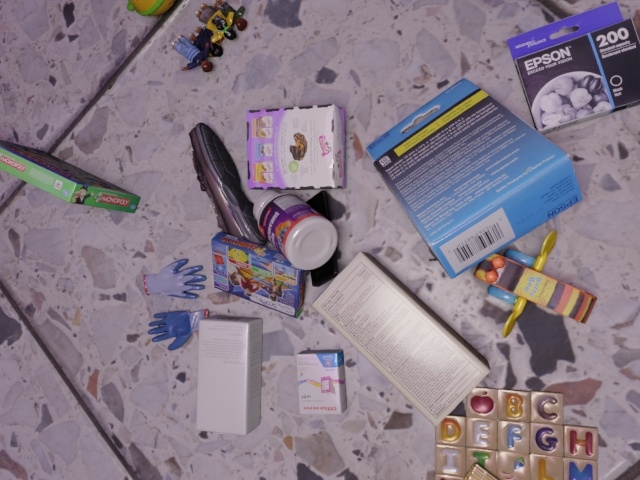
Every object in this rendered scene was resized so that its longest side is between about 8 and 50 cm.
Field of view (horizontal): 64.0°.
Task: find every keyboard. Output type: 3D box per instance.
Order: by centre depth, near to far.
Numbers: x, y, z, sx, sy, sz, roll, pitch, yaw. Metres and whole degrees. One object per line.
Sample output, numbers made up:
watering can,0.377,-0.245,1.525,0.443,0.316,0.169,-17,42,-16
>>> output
keyboard,0.000,0.000,1.050,0.100,0.038,0.191,-29,57,40

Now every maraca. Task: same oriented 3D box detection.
maraca,-0.397,-0.580,1.183,0.186,0.099,0.127,25,92,41

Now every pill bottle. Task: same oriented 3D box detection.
pill bottle,-0.059,-0.030,1.011,0.108,0.108,0.193,-57,40,6

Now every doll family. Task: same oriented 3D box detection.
doll family,-0.243,-0.454,1.145,0.111,0.076,0.193,42,103,9

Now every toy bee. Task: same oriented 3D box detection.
toy bee,0.335,0.076,0.904,0.299,0.162,0.195,3,89,16

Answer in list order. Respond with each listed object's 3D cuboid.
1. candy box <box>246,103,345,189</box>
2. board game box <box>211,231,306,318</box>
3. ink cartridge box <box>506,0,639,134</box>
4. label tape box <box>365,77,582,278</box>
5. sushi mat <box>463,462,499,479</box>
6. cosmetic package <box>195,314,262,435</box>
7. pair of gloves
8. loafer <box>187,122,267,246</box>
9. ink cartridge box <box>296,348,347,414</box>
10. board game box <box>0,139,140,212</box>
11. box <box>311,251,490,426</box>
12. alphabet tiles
candy box,-0.050,-0.186,1.051,0.197,0.070,0.164,2,95,22
board game box,-0.129,0.072,1.059,0.201,0.035,0.136,19,129,15
ink cartridge box,0.477,-0.324,0.948,0.207,0.045,0.208,-17,81,14
label tape box,0.254,-0.130,0.938,0.249,0.115,0.347,-34,37,10
sushi mat,0.376,0.562,0.925,0.317,0.019,0.151,35,95,14
cosmetic package,-0.190,0.279,1.078,0.118,0.085,0.230,2,89,16
pair of gloves,-0.324,0.145,1.155,0.160,0.023,0.198,-12,83,16
loafer,-0.221,-0.105,1.100,0.095,0.109,0.302,-29,83,17
ink cartridge box,0.003,0.287,1.039,0.089,0.052,0.122,-5,87,15
board game box,-0.597,-0.149,1.149,0.318,0.213,0.046,24,93,15
box,0.150,0.174,0.968,0.311,0.121,0.148,44,98,14
alphabet tiles,0.358,0.449,0.952,0.286,0.011,0.341,1,87,16
